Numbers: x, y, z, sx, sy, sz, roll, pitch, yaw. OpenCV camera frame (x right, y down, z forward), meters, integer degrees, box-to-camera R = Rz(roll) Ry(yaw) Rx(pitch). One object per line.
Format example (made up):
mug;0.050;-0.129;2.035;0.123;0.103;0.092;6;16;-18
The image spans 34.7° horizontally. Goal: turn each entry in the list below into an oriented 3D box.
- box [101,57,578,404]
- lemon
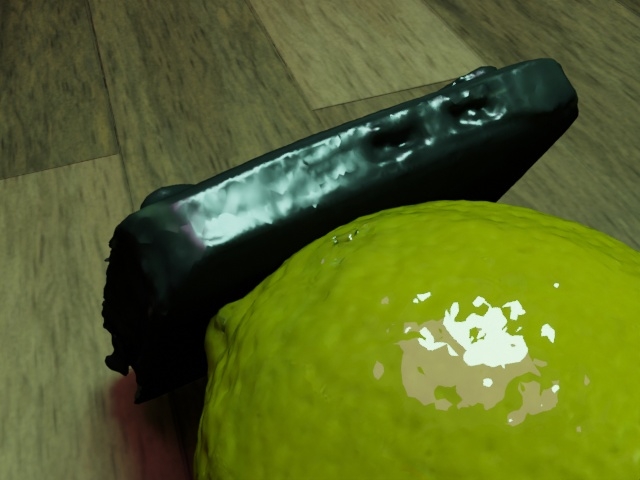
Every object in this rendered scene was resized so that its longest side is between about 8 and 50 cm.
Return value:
box;0.000;0.000;0.804;0.350;0.359;0.091;-24;78;-21
lemon;0.091;0.133;0.605;0.336;0.336;0.336;-5;35;3
